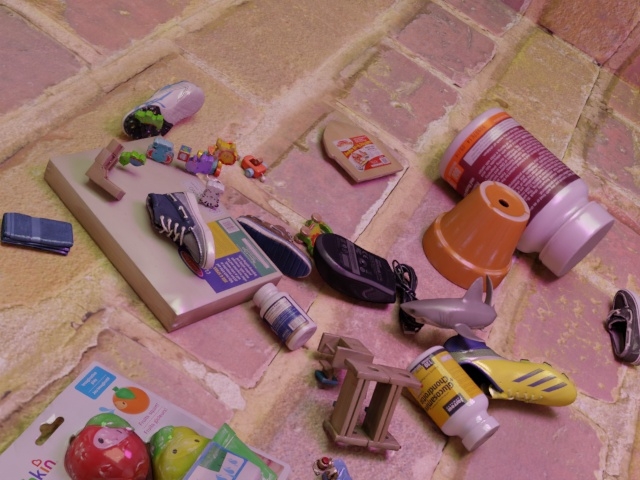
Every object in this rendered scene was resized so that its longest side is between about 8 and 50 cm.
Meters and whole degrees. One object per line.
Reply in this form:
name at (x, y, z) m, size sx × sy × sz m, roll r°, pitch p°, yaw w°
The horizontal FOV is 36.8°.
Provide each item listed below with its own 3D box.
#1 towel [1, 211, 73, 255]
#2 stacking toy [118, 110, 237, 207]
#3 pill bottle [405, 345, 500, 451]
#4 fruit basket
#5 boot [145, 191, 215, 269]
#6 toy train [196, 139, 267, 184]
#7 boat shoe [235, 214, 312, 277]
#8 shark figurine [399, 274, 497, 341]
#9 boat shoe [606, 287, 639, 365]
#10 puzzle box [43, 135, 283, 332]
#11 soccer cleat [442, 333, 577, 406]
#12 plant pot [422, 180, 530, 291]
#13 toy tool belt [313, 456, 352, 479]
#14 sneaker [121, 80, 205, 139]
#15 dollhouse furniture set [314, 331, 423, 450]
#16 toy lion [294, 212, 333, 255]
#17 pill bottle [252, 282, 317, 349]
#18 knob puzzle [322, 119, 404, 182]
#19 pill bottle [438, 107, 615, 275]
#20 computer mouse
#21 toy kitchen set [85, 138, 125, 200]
towel at (-0.490, -0.013, 1.665) m, size 0.119 × 0.029 × 0.067 m, roll 10°, pitch 42°, yaw -25°
stacking toy at (-0.276, -0.162, 1.884) m, size 0.221 × 0.052 × 0.167 m, roll 21°, pitch 36°, yaw -11°
pill bottle at (0.241, 0.291, 1.766) m, size 0.103 × 0.103 × 0.184 m, roll -16°, pitch 57°, yaw -44°
fruit basket at (-0.252, 0.330, 1.332) m, size 0.353 × 0.165 × 0.327 m, roll 32°, pitch 37°, yaw 6°
boot at (-0.253, -0.017, 1.726) m, size 0.086 × 0.069 × 0.190 m, roll -2°, pitch 40°, yaw -27°
toy train at (-0.187, -0.167, 2.036) m, size 0.125 × 0.046 × 0.166 m, roll 45°, pitch 39°, yaw 18°
boat shoe at (-0.087, 0.002, 1.897) m, size 0.183 × 0.066 × 0.066 m, roll 35°, pitch 36°, yaw 5°
shark figurine at (0.307, 0.122, 1.914) m, size 0.166 × 0.116 × 0.278 m, roll 21°, pitch 14°, yaw 39°
boat shoe at (0.703, 0.188, 2.227) m, size 0.070 × 0.078 × 0.219 m, roll 21°, pitch 40°, yaw -15°
puzzle box at (-0.292, -0.026, 1.798) m, size 0.272 × 0.052 × 0.409 m, roll -19°, pitch 59°, yaw -46°
soccer cleat at (0.365, 0.279, 1.883) m, size 0.289 × 0.093 × 0.121 m, roll 23°, pitch 42°, yaw -7°
plant pot at (0.360, -0.022, 2.135) m, size 0.205 × 0.188 × 0.205 m, roll 19°, pitch 39°, yaw -16°
toy tool belt at (0.028, 0.378, 1.561) m, size 0.052 × 0.051 × 0.083 m, roll -2°, pitch 48°, yaw -37°
sneaker at (-0.343, -0.275, 2.036) m, size 0.086 × 0.085 × 0.237 m, roll 18°, pitch 34°, yaw 27°
dollhouse furniture set at (0.071, 0.264, 1.694) m, size 0.129 × 0.129 × 0.183 m, roll 14°, pitch 10°, yaw -22°
toy lion at (0.000, 0.000, 1.993) m, size 0.096 × 0.034 × 0.100 m, roll 39°, pitch 37°, yaw -1°
pill bottle at (-0.068, 0.136, 1.757) m, size 0.120 × 0.067 × 0.067 m, roll 46°, pitch 39°, yaw 19°
knob puzzle at (0.079, -0.213, 2.288) m, size 0.213 × 0.030 × 0.213 m, roll 19°, pitch 39°, yaw -16°
pill bottle at (0.491, -0.113, 2.302) m, size 0.392 × 0.224 × 0.224 m, roll 46°, pitch 39°, yaw 19°
computer mouse at (0.084, 0.081, 1.934) m, size 0.272 × 0.072 × 0.188 m, roll 29°, pitch 33°, yaw -24°
toy kitchen set at (-0.371, -0.127, 1.765) m, size 0.075 × 0.083 × 0.068 m, roll 37°, pitch -4°, yaw 7°
